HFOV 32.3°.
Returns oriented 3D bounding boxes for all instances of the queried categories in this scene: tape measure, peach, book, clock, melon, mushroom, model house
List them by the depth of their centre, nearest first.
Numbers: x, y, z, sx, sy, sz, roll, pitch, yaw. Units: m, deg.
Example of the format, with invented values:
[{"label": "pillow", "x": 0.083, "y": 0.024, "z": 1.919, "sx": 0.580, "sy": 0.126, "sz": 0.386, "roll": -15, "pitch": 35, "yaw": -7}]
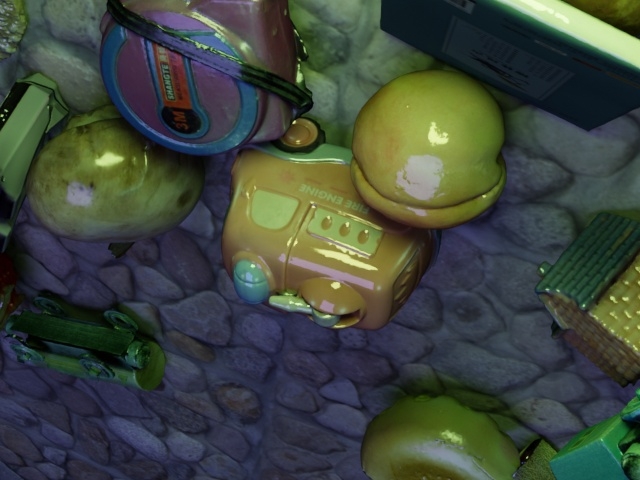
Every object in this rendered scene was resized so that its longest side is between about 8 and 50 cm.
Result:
[{"label": "book", "x": 0.174, "y": -0.182, "z": 1.025, "sx": 0.264, "sy": 0.031, "sz": 0.379, "roll": 28, "pitch": -178, "yaw": 1}, {"label": "peach", "x": 0.119, "y": -0.101, "z": 1.232, "sx": 0.184, "sy": 0.184, "sz": 0.184, "roll": 18, "pitch": 143, "yaw": 14}, {"label": "tape measure", "x": -0.127, "y": -0.217, "z": 1.278, "sx": 0.245, "sy": 0.149, "sz": 0.231, "roll": 7, "pitch": 137, "yaw": 15}, {"label": "model house", "x": 0.347, "y": 0.065, "z": 1.316, "sx": 0.172, "sy": 0.166, "sz": 0.183, "roll": 36, "pitch": 162, "yaw": 14}, {"label": "mushroom", "x": -0.274, "y": -0.088, "z": 1.491, "sx": 0.255, "sy": 0.184, "sz": 0.255, "roll": -7, "pitch": 154, "yaw": -3}, {"label": "clock", "x": -0.445, "y": -0.101, "z": 1.588, "sx": 0.083, "sy": 0.186, "sz": 0.253, "roll": 27, "pitch": 145, "yaw": -7}, {"label": "melon", "x": 0.335, "y": 0.389, "z": 1.771, "sx": 0.128, "sy": 0.079, "sz": 0.160, "roll": 32, "pitch": 144, "yaw": -4}]

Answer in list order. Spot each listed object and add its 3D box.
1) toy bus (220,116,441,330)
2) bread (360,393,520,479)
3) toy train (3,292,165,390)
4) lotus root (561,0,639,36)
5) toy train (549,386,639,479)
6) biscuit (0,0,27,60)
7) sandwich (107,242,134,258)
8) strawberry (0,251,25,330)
[{"label": "toy bus", "x": 0.000, "y": 0.000, "z": 1.387, "sx": 0.287, "sy": 0.232, "sz": 0.194, "roll": 18, "pitch": 146, "yaw": 11}, {"label": "bread", "x": 0.188, "y": 0.308, "z": 1.720, "sx": 0.260, "sy": 0.158, "sz": 0.156, "roll": 13, "pitch": 132, "yaw": 20}, {"label": "toy train", "x": -0.432, "y": 0.206, "z": 2.008, "sx": 0.307, "sy": 0.126, "sz": 0.189, "roll": 8, "pitch": 140, "yaw": 25}, {"label": "lotus root", "x": 0.251, "y": -0.272, "z": 0.968, "sx": 0.180, "sy": 0.199, "sz": 0.188, "roll": 17, "pitch": -168, "yaw": -28}, {"label": "toy train", "x": 0.418, "y": 0.202, "z": 1.308, "sx": 0.120, "sy": 0.298, "sz": 0.194, "roll": 53, "pitch": 144, "yaw": 7}, {"label": "biscuit", "x": -0.478, "y": -0.295, "z": 1.499, "sx": 0.250, "sy": 0.032, "sz": 0.133, "roll": -3, "pitch": 136, "yaw": 34}, {"label": "sandwich", "x": -0.312, "y": 0.001, "z": 1.752, "sx": 0.031, "sy": 0.044, "sz": 0.083, "roll": 40, "pitch": -174, "yaw": -10}, {"label": "strawberry", "x": -0.699, "y": 0.051, "z": 1.922, "sx": 0.343, "sy": 0.292, "sz": 0.292, "roll": 53, "pitch": 144, "yaw": 6}]
